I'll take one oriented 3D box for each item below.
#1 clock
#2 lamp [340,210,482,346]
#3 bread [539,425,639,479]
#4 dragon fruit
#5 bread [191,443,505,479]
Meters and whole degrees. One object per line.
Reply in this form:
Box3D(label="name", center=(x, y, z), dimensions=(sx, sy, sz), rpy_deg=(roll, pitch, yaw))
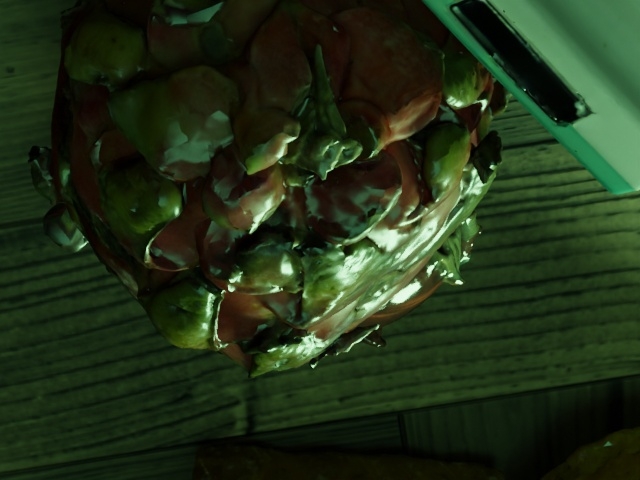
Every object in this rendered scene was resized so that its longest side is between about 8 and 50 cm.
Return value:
Box3D(label="clock", center=(0.164, -0.199, 1.018), dimensions=(0.116, 0.231, 0.262), rpy_deg=(-24, 126, 41))
Box3D(label="lamp", center=(0.000, 0.006, 1.203), dimensions=(0.215, 0.151, 0.223), rpy_deg=(20, 123, -12))
Box3D(label="bread", center=(0.330, 0.315, 1.409), dimensions=(0.337, 0.204, 0.358), rpy_deg=(-9, 126, 7))
Box3D(label="dragon fruit", center=(-0.044, -0.095, 1.011), dimensions=(0.314, 0.296, 0.263), rpy_deg=(-48, 163, -4))
Box3D(label="bread", center=(0.021, 0.332, 1.354), dimensions=(0.279, 0.279, 0.207), rpy_deg=(3, 126, -8))
